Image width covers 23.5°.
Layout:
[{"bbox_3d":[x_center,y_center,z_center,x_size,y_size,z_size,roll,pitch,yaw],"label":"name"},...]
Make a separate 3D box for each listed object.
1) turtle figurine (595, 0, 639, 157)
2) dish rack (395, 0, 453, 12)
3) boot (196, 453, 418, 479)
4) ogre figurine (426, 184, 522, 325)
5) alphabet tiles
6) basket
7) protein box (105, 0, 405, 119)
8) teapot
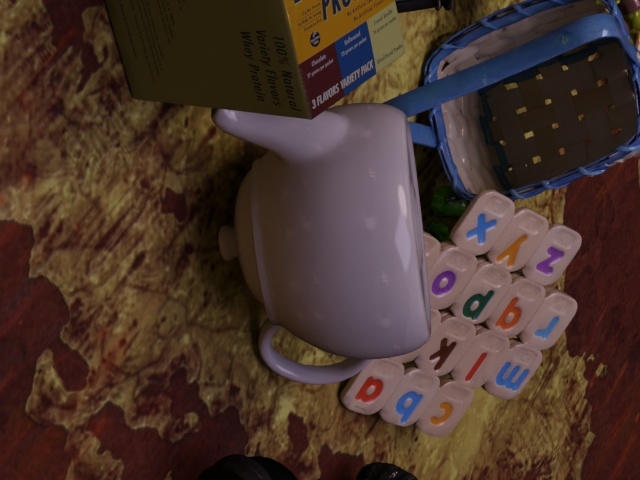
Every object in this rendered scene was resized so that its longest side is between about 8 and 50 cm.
[{"bbox_3d":[0.406,-0.255,1.940,0.269,0.087,0.217,-51,126,-20],"label":"turtle figurine"},{"bbox_3d":[0.054,-0.337,1.326,0.271,0.074,0.208,85,-13,-67],"label":"dish rack"},{"bbox_3d":[0.011,0.292,1.521,0.260,0.131,0.348,-36,135,-34],"label":"boot"},{"bbox_3d":[0.171,0.031,1.707,0.118,0.097,0.197,-12,93,-31],"label":"ogre figurine"},{"bbox_3d":[0.149,0.081,1.636,0.284,0.021,0.278,22,106,-39],"label":"alphabet tiles"},{"bbox_3d":[0.212,-0.148,1.591,0.289,0.255,0.201,4,68,-68],"label":"basket"},{"bbox_3d":[-0.064,-0.223,1.258,0.136,0.201,0.199,-39,126,-40],"label":"protein box"},{"bbox_3d":[0.000,0.000,1.415,0.252,0.187,0.256,43,40,-80],"label":"teapot"}]
